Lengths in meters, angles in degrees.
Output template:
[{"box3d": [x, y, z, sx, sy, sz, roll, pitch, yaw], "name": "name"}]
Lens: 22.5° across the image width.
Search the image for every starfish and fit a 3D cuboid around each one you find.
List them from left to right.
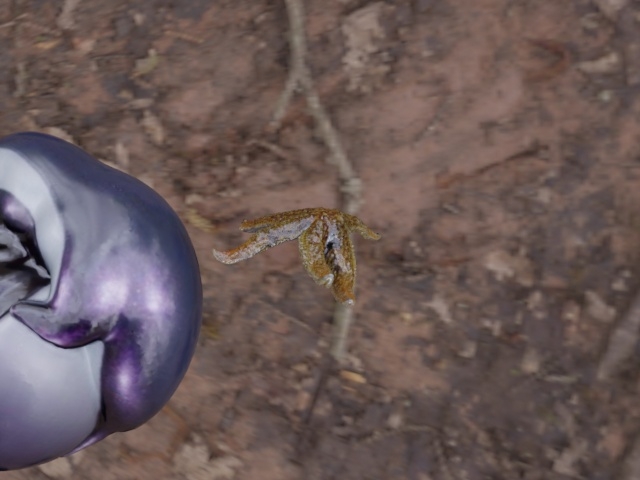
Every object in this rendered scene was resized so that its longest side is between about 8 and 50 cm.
[{"box3d": [-0.001, -0.006, 1.070, 0.130, 0.133, 0.041, -20, 126, -48], "name": "starfish"}]

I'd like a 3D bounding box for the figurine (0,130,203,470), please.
[{"box3d": [-0.147, 0.060, 0.745, 0.145, 0.145, 0.222, 24, 109, -23], "name": "figurine"}]
